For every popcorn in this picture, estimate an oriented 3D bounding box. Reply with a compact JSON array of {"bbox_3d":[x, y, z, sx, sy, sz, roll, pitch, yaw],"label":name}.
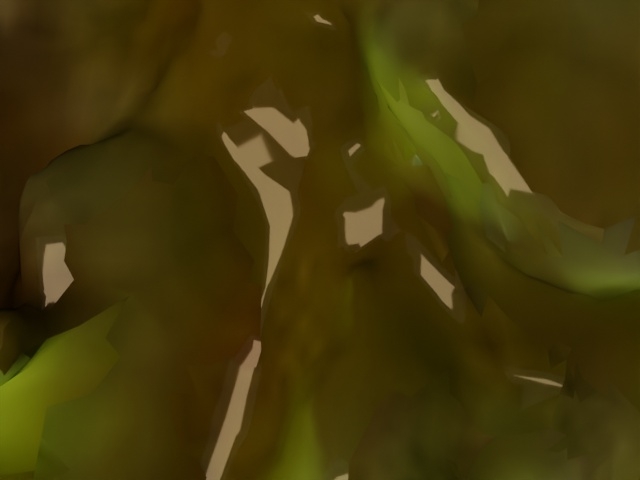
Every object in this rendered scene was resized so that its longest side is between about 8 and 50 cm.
[{"bbox_3d":[0.001,0.005,0.482,0.334,0.293,0.292,5,69,9],"label":"popcorn"}]
